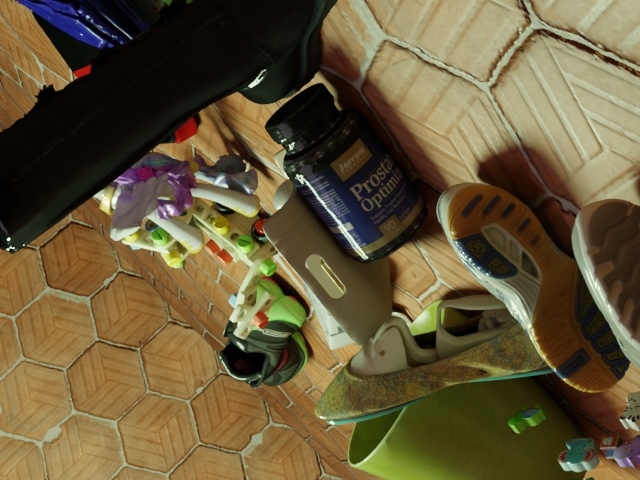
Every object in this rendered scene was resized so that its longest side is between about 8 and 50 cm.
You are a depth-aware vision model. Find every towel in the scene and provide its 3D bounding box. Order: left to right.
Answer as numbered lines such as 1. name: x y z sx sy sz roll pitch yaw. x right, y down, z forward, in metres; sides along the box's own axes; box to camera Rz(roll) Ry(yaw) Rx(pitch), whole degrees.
1. towel: -0.345 -0.325 1.530 0.308 0.076 0.227 31 174 45

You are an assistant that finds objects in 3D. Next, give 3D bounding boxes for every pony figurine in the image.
1. pony figurine: -0.288 -0.103 1.750 0.363 0.303 0.351 14 151 -37

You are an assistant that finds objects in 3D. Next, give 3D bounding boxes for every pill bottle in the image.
1. pill bottle: 0.030 -0.088 1.348 0.219 0.123 0.123 51 163 -18

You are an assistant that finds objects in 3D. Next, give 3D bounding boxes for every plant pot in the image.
1. plant pot: 0.235 0.276 1.544 0.293 0.275 0.275 29 164 -5

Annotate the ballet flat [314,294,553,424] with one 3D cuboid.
1. ballet flat: 0.144 0.138 1.341 0.123 0.348 0.123 -16 -90 -74

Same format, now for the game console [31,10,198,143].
1. game console: -0.385 -0.322 1.952 0.342 0.060 0.386 57 160 -17

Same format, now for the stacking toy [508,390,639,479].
1. stacking toy: 0.371 0.279 1.367 0.221 0.052 0.167 -15 121 40

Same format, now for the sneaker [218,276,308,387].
1. sneaker: -0.147 0.237 2.416 0.185 0.202 0.483 41 163 18

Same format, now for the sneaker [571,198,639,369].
1. sneaker: 0.318 0.073 1.056 0.281 0.105 0.115 53 162 -24

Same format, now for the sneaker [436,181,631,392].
1. sneaker: 0.247 0.043 1.211 0.296 0.112 0.131 51 180 -13

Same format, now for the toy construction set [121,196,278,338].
1. toy construction set: -0.199 0.024 2.013 0.328 0.215 0.151 42 164 13

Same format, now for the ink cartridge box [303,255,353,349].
1. ink cartridge box: 0.026 0.082 1.754 0.190 0.082 0.139 81 167 -68

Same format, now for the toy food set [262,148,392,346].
1. toy food set: 0.000 0.000 1.495 0.220 0.092 0.306 52 -165 -17

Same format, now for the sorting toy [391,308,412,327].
1. sorting toy: 0.134 0.144 1.799 0.083 0.045 0.075 49 156 -9

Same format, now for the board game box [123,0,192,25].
1. board game box: -0.267 -0.374 1.530 0.213 0.046 0.317 35 160 31

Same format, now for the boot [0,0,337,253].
1. boot: -0.195 -0.139 1.201 0.146 0.445 0.367 44 164 5
